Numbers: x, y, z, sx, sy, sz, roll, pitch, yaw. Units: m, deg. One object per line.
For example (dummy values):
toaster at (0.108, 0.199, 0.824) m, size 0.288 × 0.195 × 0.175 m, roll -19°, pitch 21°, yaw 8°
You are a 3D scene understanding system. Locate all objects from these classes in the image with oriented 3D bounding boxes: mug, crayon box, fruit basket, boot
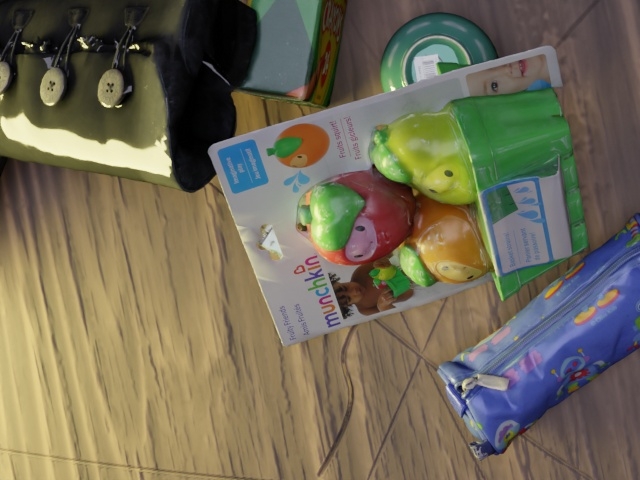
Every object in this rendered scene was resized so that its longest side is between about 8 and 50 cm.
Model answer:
mug at (0.140, -0.174, 1.876) m, size 0.158 × 0.097 × 0.129 m, roll 35°, pitch 96°, yaw 6°
crayon box at (-0.014, -0.304, 1.842) m, size 0.081 × 0.202 × 0.318 m, roll 9°, pitch 94°, yaw 7°
fruit basket at (0.095, -0.029, 1.785) m, size 0.353 × 0.327 × 0.165 m, roll -20°, pitch 47°, yaw -3°
boot at (-0.283, -0.090, 1.829) m, size 0.445 × 0.146 × 0.367 m, roll 6°, pitch 93°, yaw 33°

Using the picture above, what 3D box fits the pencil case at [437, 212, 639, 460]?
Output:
pencil case at (0.262, 0.101, 1.853) m, size 0.306 × 0.133 × 0.119 m, roll -38°, pitch 65°, yaw 7°

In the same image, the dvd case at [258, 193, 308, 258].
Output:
dvd case at (0.000, 0.000, 1.945) m, size 0.119 × 0.013 × 0.087 m, roll 35°, pitch 96°, yaw 6°
